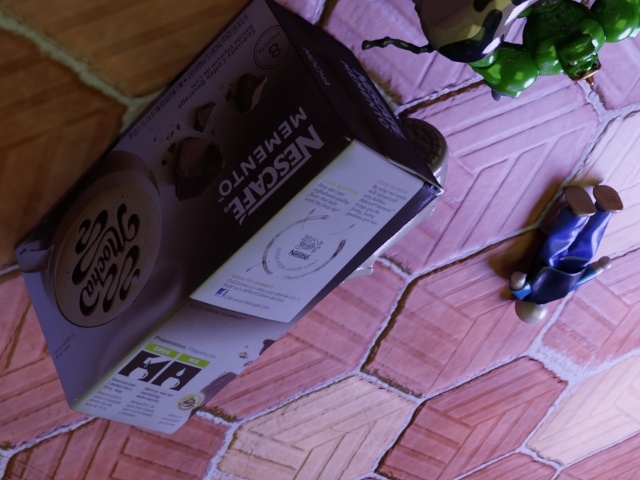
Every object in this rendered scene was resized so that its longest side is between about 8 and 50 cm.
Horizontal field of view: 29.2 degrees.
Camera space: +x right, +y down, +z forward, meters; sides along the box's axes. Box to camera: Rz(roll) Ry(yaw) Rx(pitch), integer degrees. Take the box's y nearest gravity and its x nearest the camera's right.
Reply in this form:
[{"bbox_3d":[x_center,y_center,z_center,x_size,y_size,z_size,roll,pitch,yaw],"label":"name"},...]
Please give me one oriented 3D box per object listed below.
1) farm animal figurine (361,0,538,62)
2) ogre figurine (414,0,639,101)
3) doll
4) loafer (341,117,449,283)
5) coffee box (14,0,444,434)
[{"bbox_3d":[0.176,-0.269,0.785,0.326,0.172,0.330,-22,144,-10],"label":"farm animal figurine"},{"bbox_3d":[0.185,-0.186,0.970,0.197,0.097,0.118,-39,128,-13],"label":"ogre figurine"},{"bbox_3d":[0.259,0.024,1.313,0.129,0.046,0.189,-5,138,-28],"label":"doll"},{"bbox_3d":[0.000,0.000,1.058,0.268,0.102,0.092,-30,139,0],"label":"loafer"},{"bbox_3d":[-0.078,-0.014,0.931,0.297,0.168,0.119,-42,143,19],"label":"coffee box"}]
